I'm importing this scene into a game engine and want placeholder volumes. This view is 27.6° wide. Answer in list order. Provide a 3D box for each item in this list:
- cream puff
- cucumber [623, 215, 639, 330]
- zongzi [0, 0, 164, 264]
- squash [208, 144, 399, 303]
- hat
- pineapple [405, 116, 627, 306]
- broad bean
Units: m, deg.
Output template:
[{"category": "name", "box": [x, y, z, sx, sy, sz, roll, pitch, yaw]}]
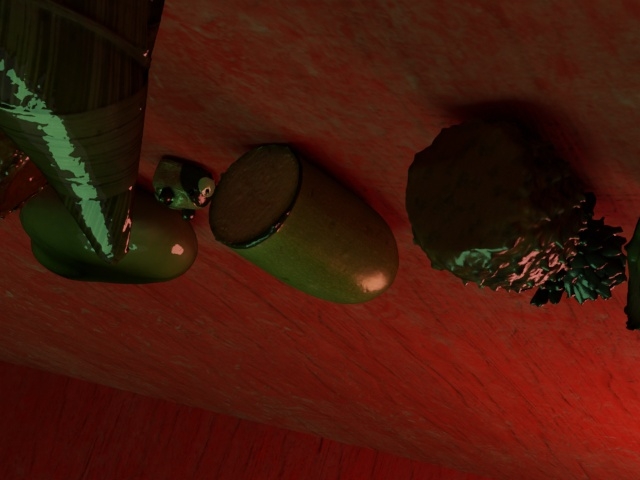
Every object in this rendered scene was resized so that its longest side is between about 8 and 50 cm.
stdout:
[{"category": "cream puff", "box": [-0.368, -0.133, 1.431, 0.169, 0.183, 0.183, 44, 164, 3]}, {"category": "cucumber", "box": [0.407, 0.040, 1.192, 0.244, 0.134, 0.134, 12, 164, 2]}, {"category": "zongzi", "box": [-0.233, -0.118, 0.933, 0.134, 0.288, 0.286, 11, -170, 43]}, {"category": "squash", "box": [0.000, 0.000, 1.474, 0.132, 0.132, 0.247, 2, 157, 43]}, {"category": "hat", "box": [-0.170, -0.061, 1.589, 0.076, 0.059, 0.077, 20, 169, 11]}, {"category": "pineapple", "box": [0.207, -0.014, 1.225, 0.158, 0.158, 0.278, 3, 168, 42]}, {"category": "broad bean", "box": [-0.297, -0.009, 1.781, 0.238, 0.119, 0.291, 30, 159, -35]}]
